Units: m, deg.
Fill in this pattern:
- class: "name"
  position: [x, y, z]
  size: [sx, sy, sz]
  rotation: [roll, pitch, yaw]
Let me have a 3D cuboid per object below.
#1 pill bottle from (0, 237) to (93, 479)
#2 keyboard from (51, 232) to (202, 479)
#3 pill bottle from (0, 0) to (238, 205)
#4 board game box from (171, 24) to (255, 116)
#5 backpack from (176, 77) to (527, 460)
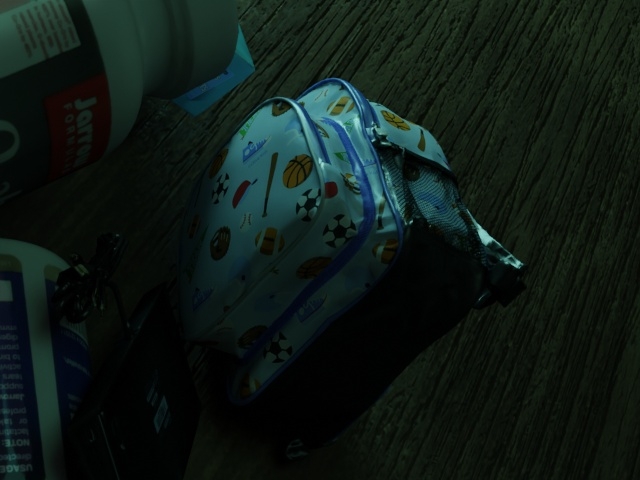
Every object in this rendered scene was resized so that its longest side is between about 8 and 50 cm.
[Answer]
- class: "pill bottle"
  position: [-0.219, 0.144, 0.884]
  size: [0.153, 0.153, 0.265]
  rotation: [12, 53, -38]
- class: "keyboard"
  position: [-0.135, 0.088, 0.945]
  size: [0.317, 0.033, 0.202]
  rotation: [-89, 165, -79]
- class: "pill bottle"
  position: [-0.248, -0.120, 0.888]
  size: [0.363, 0.210, 0.210]
  rotation: [-29, 81, -27]
- class: "board game box"
  position: [-0.198, -0.303, 1.205]
  size: [0.253, 0.079, 0.336]
  rotation: [35, 27, -47]
- class: "backpack"
  position: [0.000, 0.000, 1.142]
  size: [0.213, 0.276, 0.263]
  rotation: [35, 27, -28]
